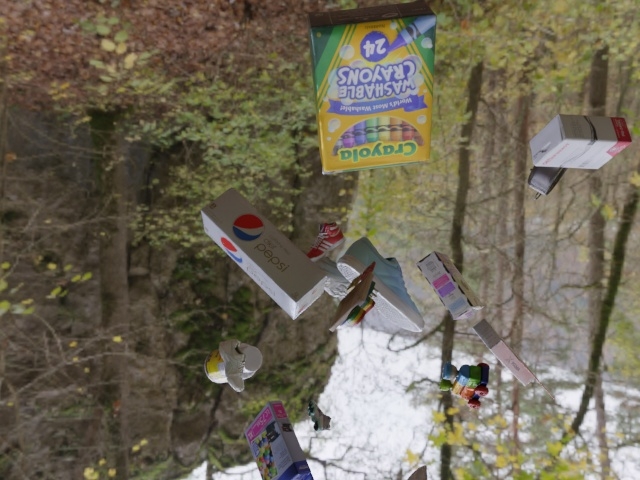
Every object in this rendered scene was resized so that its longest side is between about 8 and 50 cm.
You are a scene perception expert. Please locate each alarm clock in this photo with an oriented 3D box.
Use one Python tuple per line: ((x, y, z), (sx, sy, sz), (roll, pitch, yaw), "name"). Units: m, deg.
((0.525, -0.159, 1.342), (0.064, 0.129, 0.192), (34, 152, 23), "alarm clock")

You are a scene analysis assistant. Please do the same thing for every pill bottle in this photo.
((-0.289, 0.410, 1.953), (0.117, 0.117, 0.215), (5, 161, -41), "pill bottle")

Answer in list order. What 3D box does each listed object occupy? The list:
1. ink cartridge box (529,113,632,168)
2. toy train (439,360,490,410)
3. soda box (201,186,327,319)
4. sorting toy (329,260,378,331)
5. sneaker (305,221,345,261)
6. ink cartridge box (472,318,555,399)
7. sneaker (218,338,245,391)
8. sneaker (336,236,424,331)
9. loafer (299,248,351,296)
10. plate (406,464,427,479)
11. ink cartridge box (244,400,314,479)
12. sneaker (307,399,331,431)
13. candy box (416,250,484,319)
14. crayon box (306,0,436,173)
((0.514, -0.196, 1.163), (0.151, 0.063, 0.109), (1, 158, -13), "ink cartridge box")
((0.451, 0.483, 1.893), (0.144, 0.105, 0.247), (13, 138, 6), "toy train")
((-0.090, 0.018, 0.913), (0.216, 0.069, 0.074), (42, 156, 16), "soda box")
((0.094, 0.160, 1.479), (0.046, 0.132, 0.274), (39, -151, -6), "sorting toy")
((0.000, 0.000, 1.392), (0.119, 0.067, 0.042), (-34, -154, -21), "sneaker")
((0.667, 0.424, 2.017), (0.275, 0.060, 0.239), (44, -170, -31), "ink cartridge box")
((-0.242, 0.354, 1.662), (0.061, 0.152, 0.054), (-21, 168, 12), "sneaker")
((0.219, 0.132, 1.787), (0.366, 0.150, 0.135), (46, 159, -23), "sneaker")
((0.030, 0.105, 1.883), (0.112, 0.111, 0.320), (-31, 147, 24), "loafer")
((0.183, 0.726, 1.420), (0.045, 0.277, 0.277), (25, -160, -2), "plate")
((-0.134, 0.696, 1.867), (0.065, 0.185, 0.311), (6, -140, -41), "ink cartridge box")
((0.004, 0.520, 1.723), (0.069, 0.098, 0.038), (13, 133, -34), "sneaker")
((0.381, 0.133, 1.708), (0.070, 0.196, 0.165), (-38, 159, 17), "candy box")
((0.093, -0.245, 1.045), (0.203, 0.322, 0.083), (-7, -140, -1), "crayon box")
